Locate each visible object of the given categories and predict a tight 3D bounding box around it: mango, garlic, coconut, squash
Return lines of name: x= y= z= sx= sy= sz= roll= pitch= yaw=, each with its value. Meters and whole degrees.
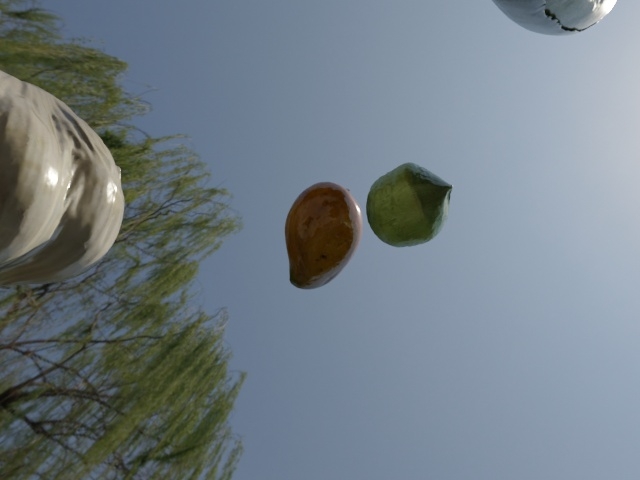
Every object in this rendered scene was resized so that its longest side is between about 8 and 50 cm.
mango: x=0.006 y=-0.004 z=0.738 sx=0.115 sy=0.089 sz=0.164 roll=-24 pitch=-47 yaw=-23
garlic: x=-0.255 y=-0.056 z=0.393 sx=0.230 sy=0.143 sz=0.177 roll=17 pitch=-102 yaw=-28
coconut: x=0.097 y=-0.039 z=0.571 sx=0.096 sy=0.088 sz=0.087 roll=-19 pitch=-80 yaw=26
squash: x=0.204 y=-0.226 z=0.464 sx=0.095 sy=0.341 sz=0.094 roll=8 pitch=-75 yaw=35
